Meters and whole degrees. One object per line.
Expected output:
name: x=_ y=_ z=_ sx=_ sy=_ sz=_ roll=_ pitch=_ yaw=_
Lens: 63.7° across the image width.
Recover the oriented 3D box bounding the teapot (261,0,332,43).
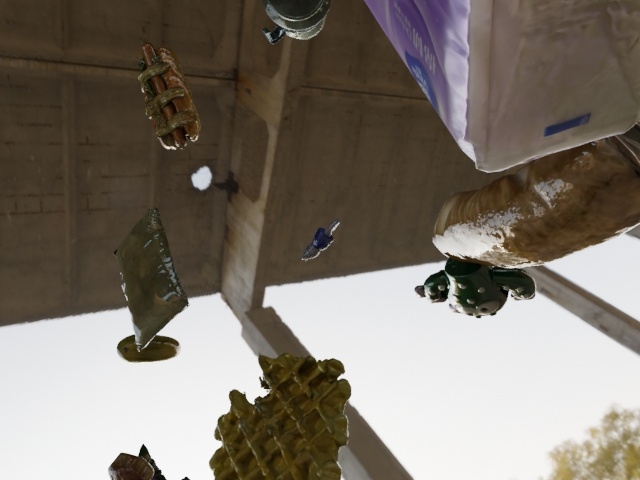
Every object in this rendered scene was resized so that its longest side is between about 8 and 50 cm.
teapot: x=-0.065 y=-0.588 z=1.301 sx=0.203 sy=0.225 sz=0.171 roll=-41 pitch=-85 yaw=7

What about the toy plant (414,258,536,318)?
toy plant: x=0.357 y=0.111 z=1.186 sx=0.243 sy=0.113 sz=0.232 roll=24 pitch=-34 yaw=-26

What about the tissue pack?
tissue pack: x=0.106 y=-0.252 z=0.382 sx=0.160 sy=0.339 sz=0.242 roll=-19 pitch=-37 yaw=-1

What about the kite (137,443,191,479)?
kite: x=-0.397 y=0.642 z=1.273 sx=0.016 sy=0.321 sz=0.233 roll=-59 pitch=-24 yaw=16

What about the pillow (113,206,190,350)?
pillow: x=-0.401 y=0.079 z=1.197 sx=0.185 sy=0.303 sz=0.074 roll=-42 pitch=-35 yaw=21

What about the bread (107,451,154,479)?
bread: x=-0.366 y=0.452 z=0.990 sx=0.053 sy=0.084 sz=0.085 roll=-62 pitch=-27 yaw=-49

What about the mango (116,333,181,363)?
mango: x=-0.469 y=0.298 z=1.433 sx=0.191 sy=0.122 sz=0.086 roll=4 pitch=-105 yaw=-44

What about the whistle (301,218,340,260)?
whistle: x=0.000 y=0.000 z=0.778 sx=0.083 sy=0.029 sz=0.033 roll=-50 pitch=-9 yaw=19

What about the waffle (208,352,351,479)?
waffle: x=-0.066 y=0.283 z=0.730 sx=0.056 sy=0.261 sz=0.250 roll=39 pitch=-129 yaw=-41

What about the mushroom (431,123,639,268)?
mushroom: x=0.368 y=-0.041 z=0.888 sx=0.224 sy=0.314 sz=0.397 roll=36 pitch=-55 yaw=-10

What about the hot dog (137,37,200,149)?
hot dog: x=-0.341 y=-0.321 z=1.138 sx=0.109 sy=0.270 sz=0.072 roll=-23 pitch=-8 yaw=16
